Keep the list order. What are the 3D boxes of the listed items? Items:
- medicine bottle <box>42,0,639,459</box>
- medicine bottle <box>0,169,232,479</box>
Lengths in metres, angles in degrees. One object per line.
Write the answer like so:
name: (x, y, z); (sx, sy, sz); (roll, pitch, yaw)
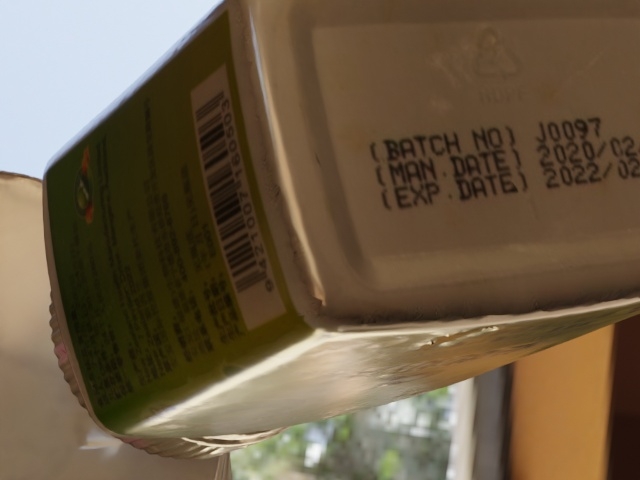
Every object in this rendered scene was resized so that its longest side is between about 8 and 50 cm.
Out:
medicine bottle: (0.000, 0.000, 0.454); (0.188, 0.132, 0.088); (-31, 70, 57)
medicine bottle: (-0.129, 0.125, 0.701); (0.332, 0.190, 0.190); (94, -171, -65)
